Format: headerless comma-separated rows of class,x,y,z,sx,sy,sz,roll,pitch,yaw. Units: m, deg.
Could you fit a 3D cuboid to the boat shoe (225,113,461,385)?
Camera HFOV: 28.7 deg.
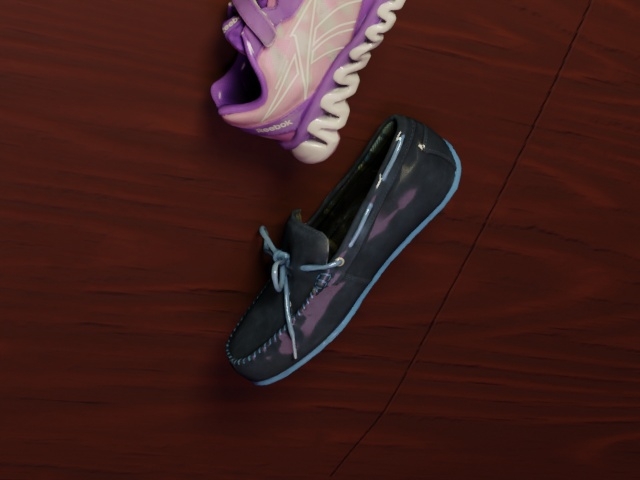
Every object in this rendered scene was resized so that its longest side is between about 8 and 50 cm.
boat shoe,0.000,0.000,1.040,0.089,0.109,0.258,39,88,-36

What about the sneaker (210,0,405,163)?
sneaker,-0.012,-0.163,0.889,0.104,0.095,0.236,9,124,-23
